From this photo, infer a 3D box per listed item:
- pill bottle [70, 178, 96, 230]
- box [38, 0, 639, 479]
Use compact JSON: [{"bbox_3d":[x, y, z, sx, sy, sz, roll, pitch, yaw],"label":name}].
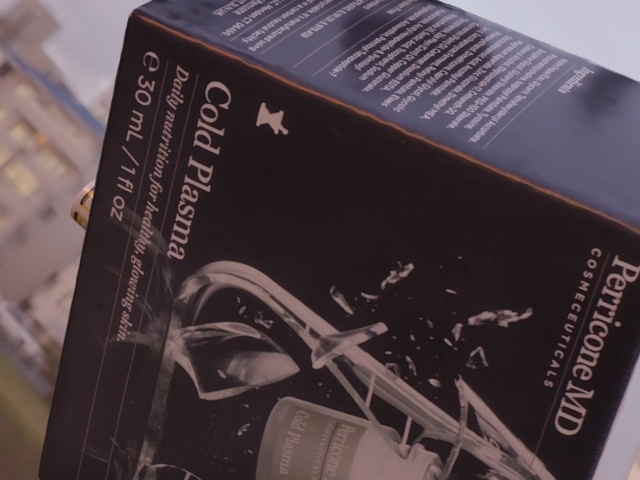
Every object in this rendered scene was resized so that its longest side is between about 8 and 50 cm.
[{"bbox_3d":[-0.226,-0.014,2.120,0.116,0.065,0.065,42,-10,16],"label":"pill bottle"},{"bbox_3d":[0.057,0.060,1.594,0.471,0.297,0.480,23,-60,15],"label":"box"}]
